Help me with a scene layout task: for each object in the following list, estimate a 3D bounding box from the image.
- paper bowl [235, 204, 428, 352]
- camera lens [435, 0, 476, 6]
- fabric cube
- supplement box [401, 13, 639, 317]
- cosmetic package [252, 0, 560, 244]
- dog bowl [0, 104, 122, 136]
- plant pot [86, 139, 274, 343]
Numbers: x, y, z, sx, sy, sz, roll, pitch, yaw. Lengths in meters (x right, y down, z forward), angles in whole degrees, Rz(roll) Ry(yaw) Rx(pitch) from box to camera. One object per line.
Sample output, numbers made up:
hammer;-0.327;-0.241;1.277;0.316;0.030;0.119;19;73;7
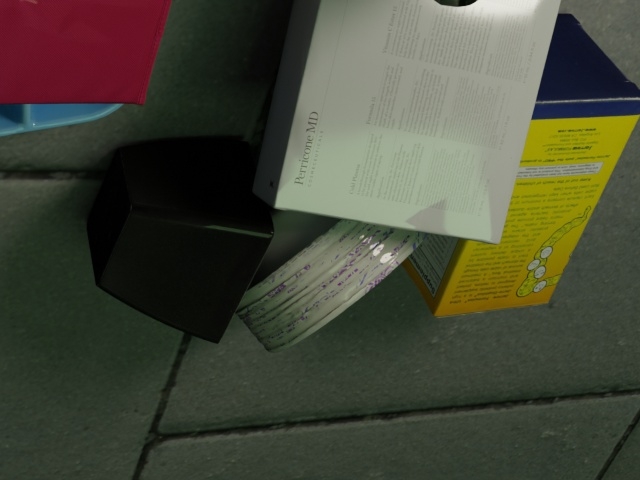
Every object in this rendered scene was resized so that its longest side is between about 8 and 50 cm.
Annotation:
paper bowl;0.000;0.000;1.877;0.284;0.284;0.148;-40;95;4
camera lens;0.105;-0.379;1.447;0.219;0.274;0.219;-50;174;-7
fabric cube;-0.293;-0.293;1.376;0.258;0.254;0.259;-4;132;-31
supplement box;0.239;-0.098;1.950;0.195;0.194;0.356;-5;134;-28
cosmetic package;0.104;-0.203;1.677;0.284;0.097;0.377;9;101;-23
dog bowl;-0.325;-0.190;1.600;0.297;0.074;0.166;-12;136;-22
plant pot;-0.180;-0.014;1.799;0.167;0.187;0.188;12;125;-25
